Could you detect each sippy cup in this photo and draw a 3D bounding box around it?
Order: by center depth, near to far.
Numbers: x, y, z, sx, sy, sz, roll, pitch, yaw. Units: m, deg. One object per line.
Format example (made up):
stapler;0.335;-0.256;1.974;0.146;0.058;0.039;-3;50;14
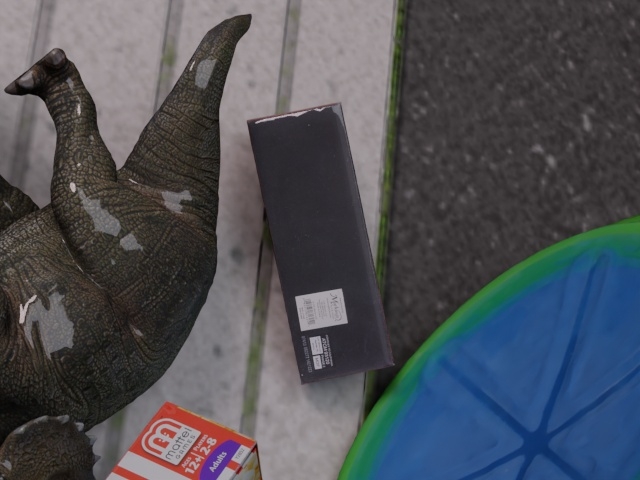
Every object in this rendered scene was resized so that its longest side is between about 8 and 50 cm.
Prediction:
sippy cup;0.159;0.148;0.829;0.305;0.240;0.224;-46;113;4

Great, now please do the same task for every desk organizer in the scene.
desk organizer;0.000;0.000;0.879;0.047;0.050;0.130;-12;94;0

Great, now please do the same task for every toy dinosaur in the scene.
toy dinosaur;-0.118;0.023;0.782;0.160;0.121;0.313;51;49;-19

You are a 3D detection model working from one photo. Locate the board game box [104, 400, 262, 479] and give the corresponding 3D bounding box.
board game box;-0.069;0.179;0.694;0.045;0.193;0.147;21;52;23
